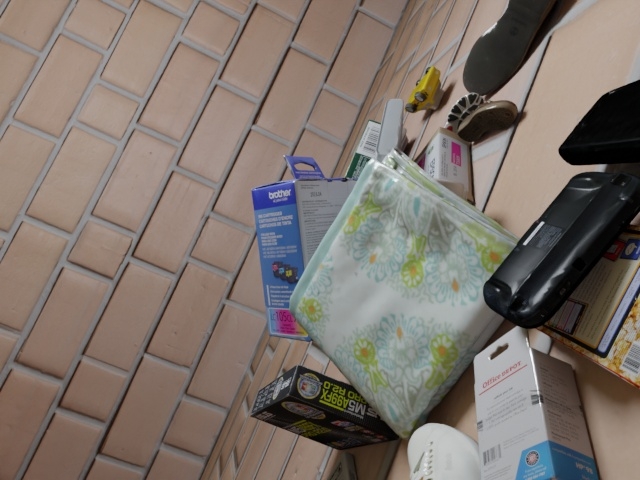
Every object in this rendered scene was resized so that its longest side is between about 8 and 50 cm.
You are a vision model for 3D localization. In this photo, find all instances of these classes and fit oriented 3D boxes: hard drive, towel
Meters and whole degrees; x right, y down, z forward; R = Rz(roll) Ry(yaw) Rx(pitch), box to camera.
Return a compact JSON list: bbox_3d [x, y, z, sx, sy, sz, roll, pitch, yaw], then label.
[{"bbox_3d":[0.171,-0.140,1.217,0.352,0.047,0.232,85,-165,-45],"label":"hard drive"},{"bbox_3d":[0.123,0.078,0.786,0.320,0.090,0.374,45,117,37],"label":"towel"}]

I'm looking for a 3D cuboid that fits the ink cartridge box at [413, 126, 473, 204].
[{"bbox_3d":[0.249,-0.113,1.087,0.193,0.088,0.234,-57,11,44],"label":"ink cartridge box"}]

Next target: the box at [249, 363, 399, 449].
[{"bbox_3d":[0.001,0.333,0.932,0.270,0.217,0.060,-49,19,55],"label":"box"}]

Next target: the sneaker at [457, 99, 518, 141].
[{"bbox_3d":[0.349,-0.266,1.003,0.071,0.066,0.188,-62,10,-9],"label":"sneaker"}]

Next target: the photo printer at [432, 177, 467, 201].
[{"bbox_3d":[0.150,0.032,0.939,0.256,0.107,0.307,20,102,64],"label":"photo printer"}]

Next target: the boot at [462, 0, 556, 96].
[{"bbox_3d":[0.426,-0.449,1.046,0.115,0.112,0.305,-34,-18,-39],"label":"boot"}]

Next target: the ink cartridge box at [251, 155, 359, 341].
[{"bbox_3d":[0.000,0.000,1.094,0.151,0.270,0.394,-3,94,41],"label":"ink cartridge box"}]

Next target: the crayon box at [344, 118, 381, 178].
[{"bbox_3d":[0.124,-0.130,1.473,0.313,0.106,0.362,75,-143,-75],"label":"crayon box"}]

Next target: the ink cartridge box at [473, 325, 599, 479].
[{"bbox_3d":[0.228,0.194,0.531,0.180,0.060,0.104,-76,14,-45],"label":"ink cartridge box"}]

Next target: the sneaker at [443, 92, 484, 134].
[{"bbox_3d":[0.328,-0.288,1.168,0.169,0.068,0.071,-58,7,40],"label":"sneaker"}]

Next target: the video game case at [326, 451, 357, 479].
[{"bbox_3d":[0.013,0.552,0.899,0.226,0.026,0.206,-62,10,12],"label":"video game case"}]

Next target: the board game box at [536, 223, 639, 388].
[{"bbox_3d":[0.307,0.056,0.499,0.146,0.045,0.193,-64,10,5],"label":"board game box"}]

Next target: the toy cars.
[{"bbox_3d":[0.291,-0.378,1.541,0.393,0.087,0.176,-61,5,42],"label":"toy cars"}]

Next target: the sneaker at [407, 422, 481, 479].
[{"bbox_3d":[0.140,0.295,0.575,0.290,0.123,0.105,-136,69,-81],"label":"sneaker"}]

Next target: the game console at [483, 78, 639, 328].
[{"bbox_3d":[0.312,-0.059,0.543,0.361,0.044,0.213,-51,10,1],"label":"game console"}]
